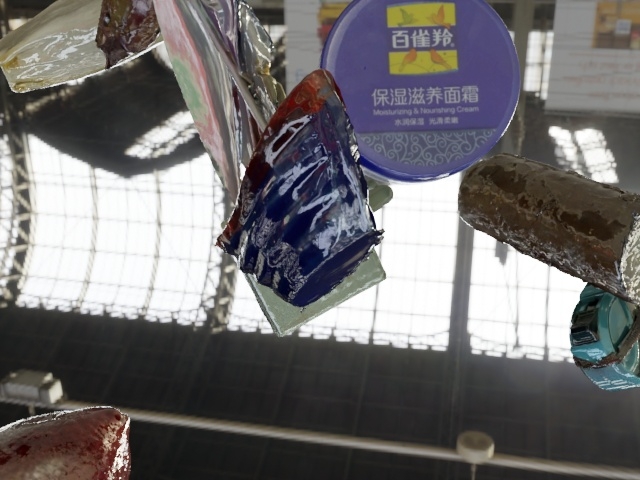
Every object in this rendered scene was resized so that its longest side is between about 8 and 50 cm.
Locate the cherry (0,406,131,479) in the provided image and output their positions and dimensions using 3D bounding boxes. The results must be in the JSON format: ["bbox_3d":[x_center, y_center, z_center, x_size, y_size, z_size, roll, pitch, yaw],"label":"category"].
[{"bbox_3d":[-0.378,0.334,1.045,0.300,0.203,0.230,-35,177,-6],"label":"cherry"}]

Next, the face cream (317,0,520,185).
[{"bbox_3d":[0.097,-0.162,0.826,0.205,0.206,0.111,-3,179,-5],"label":"face cream"}]

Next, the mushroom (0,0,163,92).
[{"bbox_3d":[-0.199,-0.266,0.857,0.351,0.095,0.123,-28,-177,7],"label":"mushroom"}]

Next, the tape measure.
[{"bbox_3d":[0.374,0.121,0.980,0.081,0.125,0.146,-25,-162,50],"label":"tape measure"}]

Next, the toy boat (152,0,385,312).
[{"bbox_3d":[-0.069,-0.082,0.512,0.072,0.219,0.318,-25,-127,-24],"label":"toy boat"}]

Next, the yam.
[{"bbox_3d":[0.306,-0.027,0.974,0.131,0.131,0.279,-15,-152,-30],"label":"yam"}]

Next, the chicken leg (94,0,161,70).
[{"bbox_3d":[-0.170,-0.261,0.695,0.105,0.234,0.063,22,-146,36],"label":"chicken leg"}]

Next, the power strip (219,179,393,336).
[{"bbox_3d":[0.000,0.000,1.033,0.224,0.140,0.139,-28,-157,-8],"label":"power strip"}]
